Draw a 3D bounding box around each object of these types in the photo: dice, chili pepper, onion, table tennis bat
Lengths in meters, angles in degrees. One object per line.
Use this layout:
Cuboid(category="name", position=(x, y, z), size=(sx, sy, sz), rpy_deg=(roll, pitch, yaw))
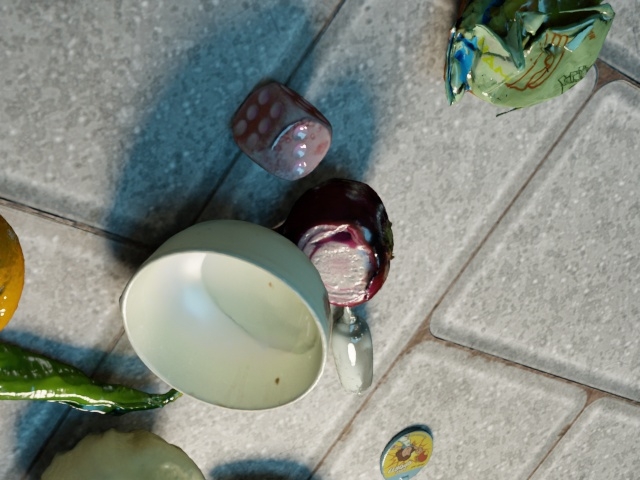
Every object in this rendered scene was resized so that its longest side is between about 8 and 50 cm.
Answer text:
Cuboid(category="dice", position=(-0.048, -0.137, 1.879), size=(0.091, 0.094, 0.093), rpy_deg=(27, 106, -44))
Cuboid(category="chili pepper", position=(-0.335, 0.183, 1.964), size=(0.359, 0.076, 0.085), rpy_deg=(13, 81, -42))
Cuboid(category="onion", position=(0.006, -0.006, 2.017), size=(0.135, 0.198, 0.173), rpy_deg=(-47, 139, -58))
Cuboid(category="table tennis bat", position=(0.141, 0.375, 2.485), size=(0.100, 0.019, 0.155), rpy_deg=(-12, 128, -27))

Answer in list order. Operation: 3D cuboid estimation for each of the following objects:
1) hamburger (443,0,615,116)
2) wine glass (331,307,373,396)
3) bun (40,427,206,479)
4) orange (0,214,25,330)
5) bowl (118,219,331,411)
Cuboid(category="hamburger", position=(0.295, -0.275, 1.960), size=(0.260, 0.150, 0.276), rpy_deg=(12, 116, -42))
Cuboid(category="wine glass", position=(0.043, 0.127, 2.179), size=(0.074, 0.074, 0.262), rpy_deg=(-24, 136, -16))
Cuboid(category="bun", position=(-0.276, 0.363, 2.093), size=(0.259, 0.160, 0.259), rpy_deg=(-8, 132, -9))
Cuboid(category="orange", position=(-0.434, 0.043, 1.715), size=(0.193, 0.161, 0.193), rpy_deg=(-15, 128, -20))
Cuboid(category="bowl", position=(-0.107, 0.078, 1.940), size=(0.277, 0.145, 0.277), rpy_deg=(11, 131, 13))
